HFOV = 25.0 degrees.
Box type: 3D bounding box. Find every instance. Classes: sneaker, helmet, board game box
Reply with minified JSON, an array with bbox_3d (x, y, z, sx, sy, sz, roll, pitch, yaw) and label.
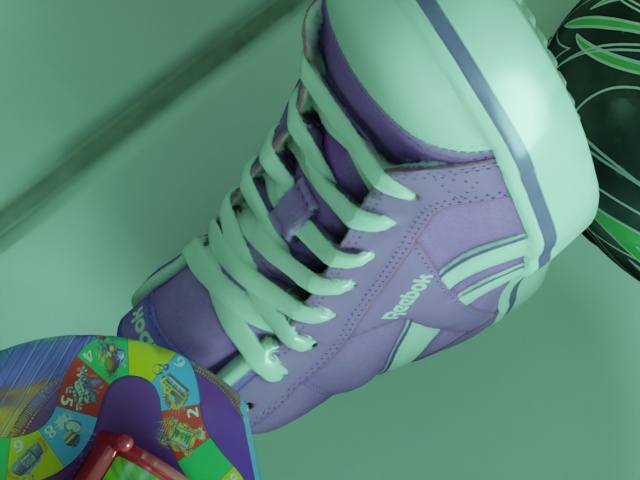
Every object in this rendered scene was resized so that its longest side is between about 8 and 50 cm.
[{"bbox_3d":[0.001,0.001,0.494,0.161,0.282,0.102,-28,68,-6],"label":"sneaker"},{"bbox_3d":[0.177,-0.047,0.612,0.161,0.169,0.169,35,82,-37],"label":"helmet"},{"bbox_3d":[-0.067,0.113,0.461,0.133,0.033,0.169,-10,89,-29],"label":"board game box"}]
